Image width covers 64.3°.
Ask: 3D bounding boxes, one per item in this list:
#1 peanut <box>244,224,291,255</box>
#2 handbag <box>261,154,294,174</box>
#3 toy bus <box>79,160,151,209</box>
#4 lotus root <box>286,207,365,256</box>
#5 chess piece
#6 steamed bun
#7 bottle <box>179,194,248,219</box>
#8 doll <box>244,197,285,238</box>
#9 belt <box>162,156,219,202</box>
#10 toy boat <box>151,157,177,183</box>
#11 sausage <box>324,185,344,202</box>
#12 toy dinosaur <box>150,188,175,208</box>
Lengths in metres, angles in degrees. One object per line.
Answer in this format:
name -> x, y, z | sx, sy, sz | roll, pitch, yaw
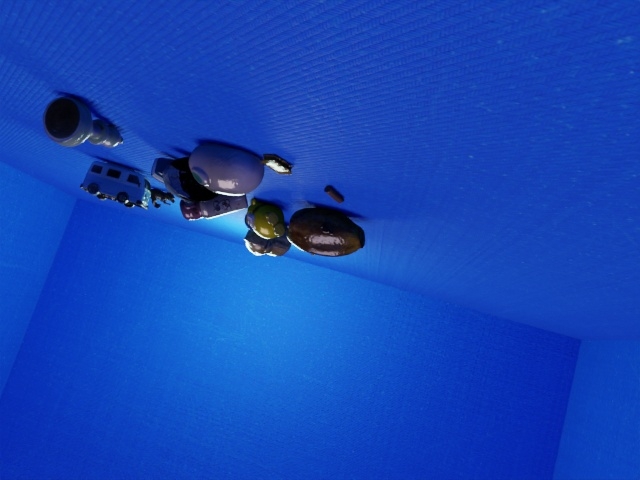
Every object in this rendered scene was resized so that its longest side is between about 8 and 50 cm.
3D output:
peanut -> -0.248, -0.005, 2.416 | 0.158, 0.174, 0.340 | -31, 159, 30
handbag -> -0.124, -0.218, 1.458 | 0.061, 0.027, 0.083 | 10, 168, 41
toy bus -> -0.879, -0.243, 2.231 | 0.272, 0.164, 0.133 | 17, 172, -3
lotus root -> 0.025, -0.036, 1.897 | 0.291, 0.193, 0.193 | 16, 171, 21
chess piece -> -0.689, -0.335, 1.548 | 0.139, 0.139, 0.272 | 14, -178, 15
steamed bun -> -0.285, -0.203, 1.516 | 0.228, 0.130, 0.177 | 13, 172, 9
bottle -> -0.383, -0.138, 1.820 | 0.234, 0.109, 0.110 | -16, 177, -11
doll -> -0.243, -0.098, 2.144 | 0.363, 0.145, 0.199 | 18, 138, 64
belt -> -0.428, -0.201, 1.704 | 0.199, 0.151, 0.078 | 13, 175, -28
toy boat -> -0.459, -0.221, 1.853 | 0.300, 0.095, 0.062 | 18, 162, -33
sausage -> 0.046, -0.144, 1.612 | 0.026, 0.026, 0.116 | 12, 171, 28
toy dinosaur -> -0.808, -0.252, 2.536 | 0.188, 0.087, 0.178 | -1, 130, 14
